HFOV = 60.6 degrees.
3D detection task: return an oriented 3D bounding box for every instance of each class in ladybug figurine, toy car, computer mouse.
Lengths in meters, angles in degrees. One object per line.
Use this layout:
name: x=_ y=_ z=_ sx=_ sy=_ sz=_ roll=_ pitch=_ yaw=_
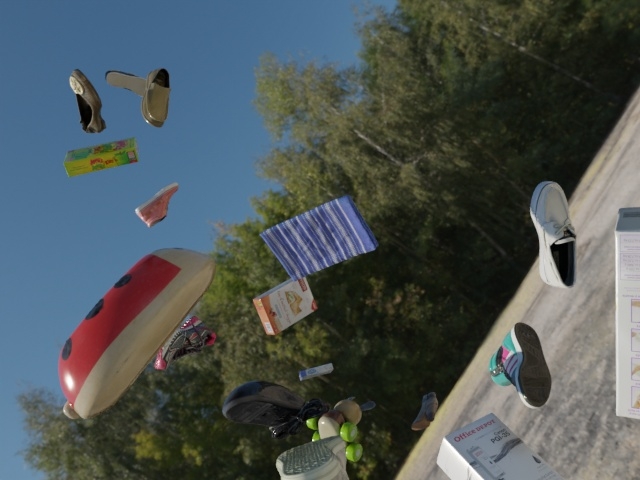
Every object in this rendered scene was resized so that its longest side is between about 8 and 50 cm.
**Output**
ladybug figurine: x=-0.413 y=0.182 z=1.215 sx=0.449 sy=0.162 sz=0.305 roll=-55 pitch=6 yaw=-32
toy car: x=0.080 y=0.549 z=1.674 sx=0.188 sy=0.155 sz=0.149 roll=-38 pitch=-57 yaw=-43
computer mouse: x=-0.125 y=0.396 z=1.321 sx=0.188 sy=0.072 sz=0.272 roll=-37 pitch=-44 yaw=22

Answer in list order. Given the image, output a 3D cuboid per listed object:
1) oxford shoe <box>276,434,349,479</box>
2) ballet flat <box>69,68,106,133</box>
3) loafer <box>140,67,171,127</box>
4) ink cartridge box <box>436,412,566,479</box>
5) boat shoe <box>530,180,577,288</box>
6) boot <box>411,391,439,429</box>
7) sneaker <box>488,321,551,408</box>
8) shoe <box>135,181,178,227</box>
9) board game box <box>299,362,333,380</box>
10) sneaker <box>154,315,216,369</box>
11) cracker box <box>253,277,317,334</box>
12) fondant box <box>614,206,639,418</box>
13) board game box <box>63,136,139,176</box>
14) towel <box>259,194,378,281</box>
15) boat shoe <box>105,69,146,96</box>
oxford shoe: x=-0.009 y=0.527 z=1.222 sx=0.169 sy=0.130 sz=0.449 roll=-20 pitch=-10 yaw=-4
ballet flat: x=-0.605 y=-0.347 z=1.412 sx=0.058 sy=0.084 sz=0.250 roll=-37 pitch=-6 yaw=-22
loafer: x=-0.360 y=-0.319 z=1.205 sx=0.056 sy=0.148 sz=0.050 roll=8 pitch=-25 yaw=-37
ink cartridge box: x=0.496 y=0.644 z=1.524 sx=0.207 sy=0.283 sz=0.117 roll=-14 pitch=-55 yaw=-29
boat shoe: x=0.581 y=-0.012 z=1.342 sx=0.088 sy=0.096 sz=0.267 roll=-148 pitch=53 yaw=-78
boot: x=0.317 y=0.515 z=1.661 sx=0.118 sy=0.042 sz=0.087 roll=-48 pitch=22 yaw=42
sneaker: x=0.605 y=0.417 z=1.695 sx=0.295 sy=0.124 sz=0.178 roll=-76 pitch=4 yaw=-49
shoe: x=-0.556 y=-0.125 z=1.930 sx=0.178 sy=0.081 sz=0.063 roll=-40 pitch=2 yaw=-15
board game box: x=-0.013 y=0.362 z=1.509 sx=0.090 sy=0.020 sz=0.090 roll=-12 pitch=-18 yaw=-8
sneaker: x=-0.467 y=0.360 z=1.908 sx=0.121 sy=0.112 sz=0.299 roll=-61 pitch=-8 yaw=24
cracker box: x=-0.137 y=0.254 z=2.187 sx=0.232 sy=0.156 sz=0.067 roll=-28 pitch=11 yaw=-37
fondant box: x=0.586 y=0.119 z=0.987 sx=0.238 sy=0.096 sz=0.330 roll=-23 pitch=-72 yaw=-58
board game box: x=-0.582 y=-0.225 z=1.467 sx=0.181 sy=0.092 sz=0.043 roll=-15 pitch=-59 yaw=-10
towel: x=0.000 y=0.000 z=1.840 sx=0.243 sy=0.336 sz=0.040 roll=57 pitch=-163 yaw=-34
boat shoe: x=-0.472 y=-0.393 z=1.367 sx=0.125 sy=0.038 sz=0.046 roll=5 pitch=-60 yaw=-34
